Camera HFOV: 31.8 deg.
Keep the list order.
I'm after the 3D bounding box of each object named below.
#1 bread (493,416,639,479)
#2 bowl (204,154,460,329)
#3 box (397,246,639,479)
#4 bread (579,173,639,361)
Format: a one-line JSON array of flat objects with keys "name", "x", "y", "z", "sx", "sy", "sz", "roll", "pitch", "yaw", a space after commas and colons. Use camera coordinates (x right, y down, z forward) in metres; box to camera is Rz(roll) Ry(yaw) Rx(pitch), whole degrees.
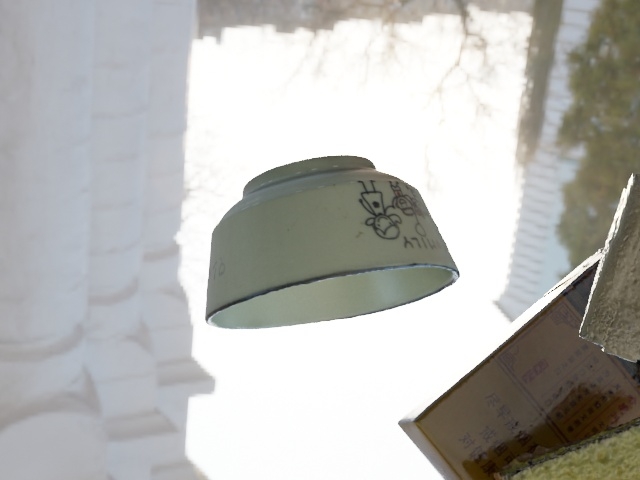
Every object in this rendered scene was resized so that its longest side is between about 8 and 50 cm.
[{"name": "bread", "x": 0.359, "y": 0.302, "z": 1.420, "sx": 0.260, "sy": 0.134, "sz": 0.129, "roll": -27, "pitch": 171, "yaw": 12}, {"name": "bowl", "x": 0.000, "y": 0.000, "z": 1.038, "sx": 0.238, "sy": 0.126, "sz": 0.238, "roll": -11, "pitch": 168, "yaw": -2}, {"name": "box", "x": 0.354, "y": 0.229, "z": 1.619, "sx": 0.415, "sy": 0.264, "sz": 0.116, "roll": -39, "pitch": 176, "yaw": -15}, {"name": "bread", "x": 0.264, "y": 0.027, "z": 0.918, "sx": 0.077, "sy": 0.152, "sz": 0.105, "roll": 21, "pitch": 175, "yaw": 12}]
